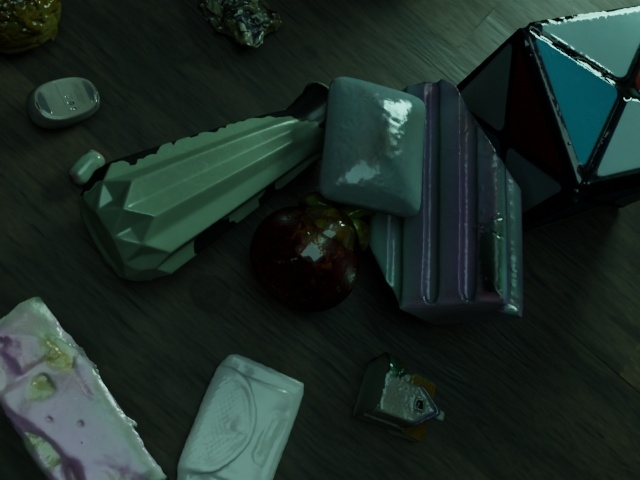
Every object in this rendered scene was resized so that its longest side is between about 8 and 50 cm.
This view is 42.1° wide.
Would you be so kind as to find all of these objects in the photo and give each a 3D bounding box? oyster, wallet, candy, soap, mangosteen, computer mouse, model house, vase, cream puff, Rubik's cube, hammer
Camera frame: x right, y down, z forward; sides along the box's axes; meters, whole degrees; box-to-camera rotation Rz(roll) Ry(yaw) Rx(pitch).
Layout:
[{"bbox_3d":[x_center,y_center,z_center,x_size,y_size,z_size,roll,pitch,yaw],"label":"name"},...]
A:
[{"bbox_3d":[-0.125,-0.350,1.215,0.148,0.051,0.103,36,61,9],"label":"oyster"},{"bbox_3d":[-0.101,0.245,1.059,0.124,0.032,0.182,25,69,-9],"label":"wallet"},{"bbox_3d":[-0.289,0.205,0.956,0.116,0.155,0.265,-34,85,-17],"label":"candy"},{"bbox_3d":[0.169,-0.054,1.130,0.193,0.109,0.323,-7,71,29],"label":"soap"},{"bbox_3d":[-0.011,-0.001,1.084,0.146,0.156,0.181,25,86,-23],"label":"mangosteen"},{"bbox_3d":[-0.346,-0.182,1.116,0.096,0.039,0.066,-22,81,-27],"label":"computer mouse"},{"bbox_3d":[0.111,0.205,1.087,0.100,0.100,0.087,23,68,-8],"label":"model house"},{"bbox_3d":[-0.129,-0.087,1.090,0.360,0.165,0.165,-31,84,-25],"label":"vase"},{"bbox_3d":[-0.418,-0.318,1.101,0.144,0.103,0.126,-4,76,-9],"label":"cream puff"},{"bbox_3d":[0.070,-0.121,1.069,0.138,0.071,0.174,13,68,-17],"label":"candy"},{"bbox_3d":[0.367,-0.164,1.182,0.247,0.248,0.249,-14,79,-17],"label":"Rubik's cube"},{"bbox_3d":[-0.291,-0.080,1.106,0.083,0.031,0.052,41,72,-7],"label":"hammer"}]
